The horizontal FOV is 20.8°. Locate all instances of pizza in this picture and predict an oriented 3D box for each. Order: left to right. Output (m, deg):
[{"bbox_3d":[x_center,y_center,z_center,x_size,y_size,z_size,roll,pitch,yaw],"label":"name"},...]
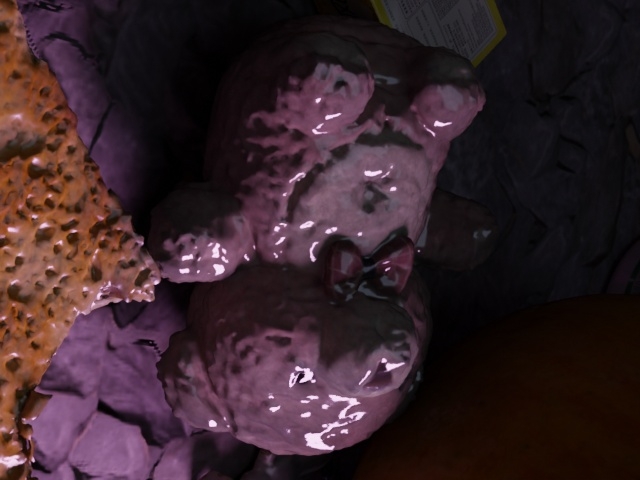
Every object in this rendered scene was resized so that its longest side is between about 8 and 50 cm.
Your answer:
[{"bbox_3d":[-0.205,0.029,0.877,0.223,0.089,0.323,36,76,-38],"label":"pizza"}]

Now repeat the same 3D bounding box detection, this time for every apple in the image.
[{"bbox_3d":[0.207,0.234,1.180,0.400,0.333,0.400,-20,114,-53],"label":"apple"}]

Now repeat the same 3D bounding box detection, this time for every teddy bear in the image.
[{"bbox_3d":[0.000,-0.001,1.044,0.236,0.151,0.267,4,94,-32],"label":"teddy bear"}]

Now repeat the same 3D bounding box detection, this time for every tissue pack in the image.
[{"bbox_3d":[0.043,-0.175,1.108,0.095,0.062,0.176,-48,131,-25],"label":"tissue pack"}]

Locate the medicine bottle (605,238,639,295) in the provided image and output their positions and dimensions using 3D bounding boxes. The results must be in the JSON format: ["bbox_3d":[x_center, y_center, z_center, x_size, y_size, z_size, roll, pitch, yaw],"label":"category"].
[{"bbox_3d":[0.365,0.078,1.360,0.133,0.274,0.133,-13,109,-43],"label":"medicine bottle"}]

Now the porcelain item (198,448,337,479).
[{"bbox_3d":[-0.026,0.169,1.153,0.136,0.021,0.075,-22,115,-42],"label":"porcelain item"}]
